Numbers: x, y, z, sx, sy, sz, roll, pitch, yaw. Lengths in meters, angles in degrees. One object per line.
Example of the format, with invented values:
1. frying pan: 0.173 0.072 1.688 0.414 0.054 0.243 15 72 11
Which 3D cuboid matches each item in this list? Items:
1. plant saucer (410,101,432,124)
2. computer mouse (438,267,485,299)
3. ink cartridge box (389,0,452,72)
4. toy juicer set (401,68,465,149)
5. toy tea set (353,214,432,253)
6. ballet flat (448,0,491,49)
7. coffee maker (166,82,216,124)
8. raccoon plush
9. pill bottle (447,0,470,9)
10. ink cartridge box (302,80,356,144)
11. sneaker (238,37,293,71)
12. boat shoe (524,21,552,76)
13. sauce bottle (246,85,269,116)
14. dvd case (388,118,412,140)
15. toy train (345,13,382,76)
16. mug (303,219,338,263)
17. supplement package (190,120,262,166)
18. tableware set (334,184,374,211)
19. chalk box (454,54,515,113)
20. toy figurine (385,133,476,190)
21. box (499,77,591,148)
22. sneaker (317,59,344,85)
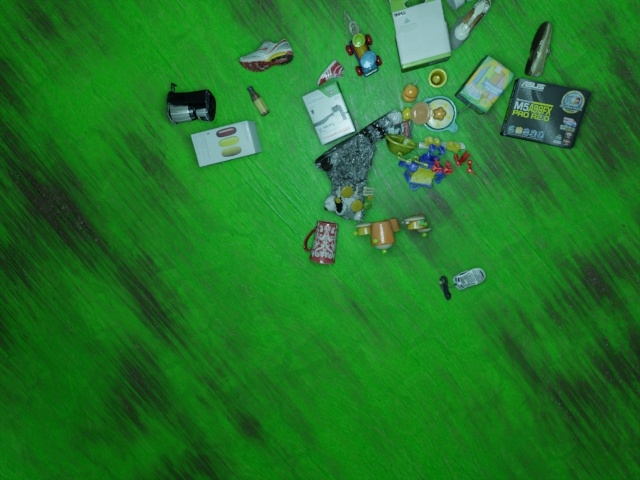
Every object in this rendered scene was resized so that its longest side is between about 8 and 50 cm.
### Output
1. plant saucer: 0.387 -0.489 1.752 0.083 0.013 0.084 8 109 24
2. computer mouse: 0.605 0.172 1.933 0.192 0.042 0.106 -24 94 18
3. ink cartridge box: 0.374 -0.792 1.717 0.188 0.097 0.255 -11 98 10
4. toy juicer set: 0.427 -0.480 1.782 0.209 0.089 0.329 -18 100 11
5. toy tea set: 0.308 -0.026 1.810 0.335 0.200 0.124 -9 94 -17
6. ballet flat: 0.552 -0.815 1.701 0.072 0.068 0.213 39 105 -2
7. coffee maker: -0.531 -0.570 1.873 0.178 0.120 0.171 -3 102 8
8. raccoon plush: 0.189 -0.272 1.805 0.446 0.216 0.299 -30 105 15
9. pill bottle: 0.560 -0.949 1.642 0.221 0.121 0.121 -33 97 14
10. ink cartridge box: 0.039 -0.506 1.829 0.153 0.087 0.209 -22 100 12
11. sneaker: -0.219 -0.742 1.822 0.225 0.088 0.093 -10 81 9
12. boat shoe: 0.827 -0.709 1.697 0.072 0.068 0.190 9 114 -7
13. sauce bottle: -0.258 -0.576 1.877 0.042 0.042 0.128 -30 96 13
14. dvd case: 0.311 -0.414 1.770 0.013 0.119 0.087 26 135 45
15. toy train: 0.143 -0.756 1.729 0.105 0.143 0.248 -25 99 12
16. mug: 0.001 0.002 1.939 0.150 0.113 0.170 10 100 3
17. supplement package: -0.383 -0.401 1.884 0.243 0.134 0.139 -12 101 10
18. tableware set: 0.130 -0.161 1.745 0.154 0.024 0.104 0 113 -15
19. chalk box: 0.602 -0.563 1.719 0.132 0.132 0.213 36 106 -1
20. toy figurine: 0.388 -0.265 1.770 0.362 0.191 0.217 6 140 -19
21. box: 0.854 -0.484 1.740 0.269 0.060 0.216 13 104 4
22. sneaker: 0.044 -0.654 1.818 0.067 0.042 0.118 41 102 0
